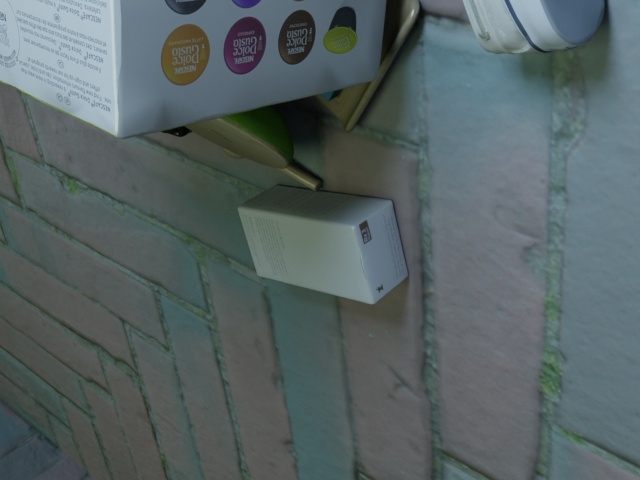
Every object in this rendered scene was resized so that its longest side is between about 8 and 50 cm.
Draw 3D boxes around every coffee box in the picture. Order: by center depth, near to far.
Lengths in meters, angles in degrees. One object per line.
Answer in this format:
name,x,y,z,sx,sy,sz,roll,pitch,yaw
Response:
coffee box,-0.157,-0.324,0.807,0.338,0.337,0.334,25,122,36

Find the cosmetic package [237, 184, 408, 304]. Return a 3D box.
cosmetic package,0.000,0.000,1.140,0.231,0.085,0.117,11,125,43

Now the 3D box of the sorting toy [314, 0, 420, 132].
sorting toy,0.009,-0.288,0.940,0.229,0.041,0.307,48,144,12

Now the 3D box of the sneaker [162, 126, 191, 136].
sneaker,-0.223,-0.265,1.101,0.107,0.124,0.283,-3,131,37

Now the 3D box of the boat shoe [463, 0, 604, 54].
boat shoe,0.114,-0.328,0.725,0.156,0.136,0.367,2,128,52

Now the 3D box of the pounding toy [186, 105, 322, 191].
pounding toy,-0.089,-0.172,1.085,0.183,0.110,0.237,23,174,26
